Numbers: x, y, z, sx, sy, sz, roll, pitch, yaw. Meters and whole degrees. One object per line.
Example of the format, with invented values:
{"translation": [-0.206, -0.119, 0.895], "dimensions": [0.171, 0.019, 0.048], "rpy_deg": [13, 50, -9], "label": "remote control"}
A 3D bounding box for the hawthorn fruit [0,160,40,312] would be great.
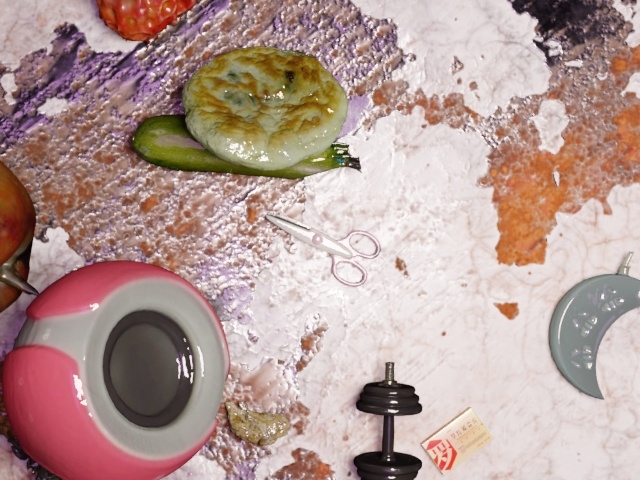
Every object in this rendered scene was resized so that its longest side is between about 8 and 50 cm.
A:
{"translation": [-0.500, 0.001, 1.096], "dimensions": [0.301, 0.268, 0.268], "rpy_deg": [37, 87, -3], "label": "hawthorn fruit"}

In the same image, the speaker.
{"translation": [-0.259, 0.165, 1.087], "dimensions": [0.294, 0.294, 0.294], "rpy_deg": [0, 88, -3], "label": "speaker"}

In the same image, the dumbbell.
{"translation": [0.097, 0.278, 1.188], "dimensions": [0.099, 0.099, 0.209], "rpy_deg": [2, 88, -3], "label": "dumbbell"}

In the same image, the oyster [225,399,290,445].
{"translation": [-0.091, 0.262, 1.210], "dimensions": [0.083, 0.038, 0.081], "rpy_deg": [-19, 88, -2], "label": "oyster"}

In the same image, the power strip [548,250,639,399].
{"translation": [0.420, 0.117, 1.237], "dimensions": [0.137, 0.044, 0.216], "rpy_deg": [34, 88, -1], "label": "power strip"}

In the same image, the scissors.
{"translation": [0.000, 0.000, 1.230], "dimensions": [0.176, 0.022, 0.085], "rpy_deg": [27, 90, -5], "label": "scissors"}

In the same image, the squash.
{"translation": [-0.104, -0.132, 1.196], "dimensions": [0.331, 0.087, 0.087], "rpy_deg": [4, 88, 0], "label": "squash"}

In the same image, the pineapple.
{"translation": [-0.405, 0.256, 1.162], "dimensions": [0.108, 0.108, 0.198], "rpy_deg": [-26, 89, -3], "label": "pineapple"}

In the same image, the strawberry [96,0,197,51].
{"translation": [-0.256, -0.452, 1.169], "dimensions": [0.253, 0.150, 0.280], "rpy_deg": [40, 85, -1], "label": "strawberry"}

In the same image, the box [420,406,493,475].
{"translation": [0.202, 0.297, 1.235], "dimensions": [0.093, 0.015, 0.058], "rpy_deg": [-36, 89, -3], "label": "box"}

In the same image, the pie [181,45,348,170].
{"translation": [-0.077, -0.190, 1.158], "dimensions": [0.240, 0.054, 0.241], "rpy_deg": [3, 50, -4], "label": "pie"}
